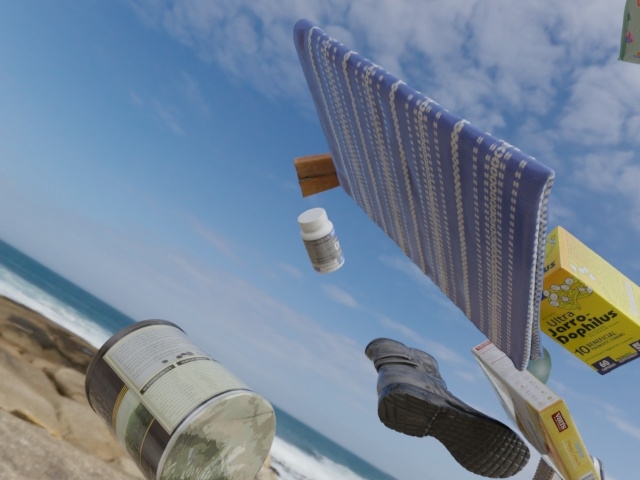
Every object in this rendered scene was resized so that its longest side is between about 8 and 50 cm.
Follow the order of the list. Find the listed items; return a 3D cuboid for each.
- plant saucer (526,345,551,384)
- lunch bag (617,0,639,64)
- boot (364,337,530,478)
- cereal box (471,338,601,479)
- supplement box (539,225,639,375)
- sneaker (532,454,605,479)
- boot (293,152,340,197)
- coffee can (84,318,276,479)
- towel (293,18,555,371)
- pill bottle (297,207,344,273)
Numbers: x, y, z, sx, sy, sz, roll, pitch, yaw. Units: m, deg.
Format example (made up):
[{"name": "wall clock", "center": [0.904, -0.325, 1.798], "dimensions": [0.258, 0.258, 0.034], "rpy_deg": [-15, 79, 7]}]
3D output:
[{"name": "plant saucer", "center": [0.575, 0.371, 1.448], "dimensions": [0.037, 0.195, 0.195], "rpy_deg": [39, -19, -24]}, {"name": "lunch bag", "center": [0.880, -0.562, 1.209], "dimensions": [0.223, 0.160, 0.262], "rpy_deg": [34, -18, 38]}, {"name": "boot", "center": [0.253, 0.319, 1.004], "dimensions": [0.338, 0.118, 0.223], "rpy_deg": [32, 17, -10]}, {"name": "cereal box", "center": [0.351, 0.285, 0.829], "dimensions": [0.173, 0.047, 0.240], "rpy_deg": [61, -1, -11]}, {"name": "supplement box", "center": [0.716, 0.167, 1.361], "dimensions": [0.356, 0.195, 0.194], "rpy_deg": [36, -50, -5]}, {"name": "sneaker", "center": [0.619, 0.660, 1.265], "dimensions": [0.153, 0.282, 0.099], "rpy_deg": [21, 6, -1]}, {"name": "boot", "center": [0.084, -0.158, 1.364], "dimensions": [0.280, 0.096, 0.264], "rpy_deg": [-18, -32, 3]}, {"name": "coffee can", "center": [-0.236, 0.276, 0.816], "dimensions": [0.275, 0.202, 0.201], "rpy_deg": [22, -19, 42]}, {"name": "towel", "center": [0.086, -0.057, 0.469], "dimensions": [0.336, 0.040, 0.243], "rpy_deg": [51, -10, 43]}, {"name": "pill bottle", "center": [0.000, 0.000, 1.126], "dimensions": [0.078, 0.078, 0.137], "rpy_deg": [12, -48, 45]}]
